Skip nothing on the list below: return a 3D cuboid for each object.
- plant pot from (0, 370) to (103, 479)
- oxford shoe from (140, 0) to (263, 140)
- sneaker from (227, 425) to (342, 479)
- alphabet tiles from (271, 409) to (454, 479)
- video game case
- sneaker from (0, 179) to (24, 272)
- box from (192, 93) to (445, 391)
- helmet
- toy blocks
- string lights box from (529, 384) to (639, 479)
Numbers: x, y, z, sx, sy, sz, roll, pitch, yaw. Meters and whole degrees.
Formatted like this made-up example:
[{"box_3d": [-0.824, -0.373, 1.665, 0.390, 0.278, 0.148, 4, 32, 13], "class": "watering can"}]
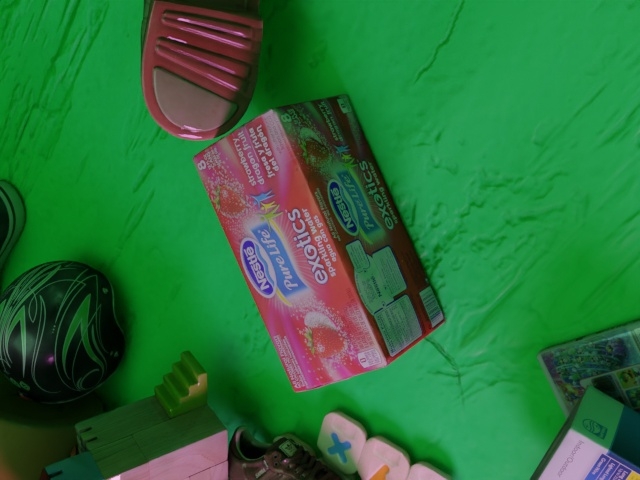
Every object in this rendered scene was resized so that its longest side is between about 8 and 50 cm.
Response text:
[{"box_3d": [-0.423, 0.297, 1.096, 0.291, 0.291, 0.204, 23, 100, 27], "class": "plant pot"}, {"box_3d": [-0.104, -0.301, 0.767, 0.146, 0.140, 0.397, 39, 113, 66], "class": "oxford shoe"}, {"box_3d": [-0.034, 0.263, 0.904, 0.188, 0.066, 0.071, 7, 106, 33], "class": "sneaker"}, {"box_3d": [0.050, 0.340, 0.923, 0.284, 0.021, 0.278, 25, 116, 26], "class": "alphabet tiles"}, {"box_3d": [0.287, 0.149, 0.704, 0.143, 0.019, 0.157, -27, 89, 37], "class": "video game case"}, {"box_3d": [-0.546, 0.049, 1.184, 0.126, 0.127, 0.321, 40, 124, 17], "class": "sneaker"}, {"box_3d": [0.000, 0.000, 0.789, 0.122, 0.128, 0.257, -24, 90, 37], "class": "box"}, {"box_3d": [-0.347, 0.112, 1.052, 0.169, 0.169, 0.162, 14, 129, 31], "class": "helmet"}, {"box_3d": [-0.245, 0.344, 0.940, 0.191, 0.261, 0.381, 40, 136, 44], "class": "toy blocks"}, {"box_3d": [0.306, 0.250, 0.666, 0.259, 0.077, 0.133, 29, 122, 17], "class": "string lights box"}]
